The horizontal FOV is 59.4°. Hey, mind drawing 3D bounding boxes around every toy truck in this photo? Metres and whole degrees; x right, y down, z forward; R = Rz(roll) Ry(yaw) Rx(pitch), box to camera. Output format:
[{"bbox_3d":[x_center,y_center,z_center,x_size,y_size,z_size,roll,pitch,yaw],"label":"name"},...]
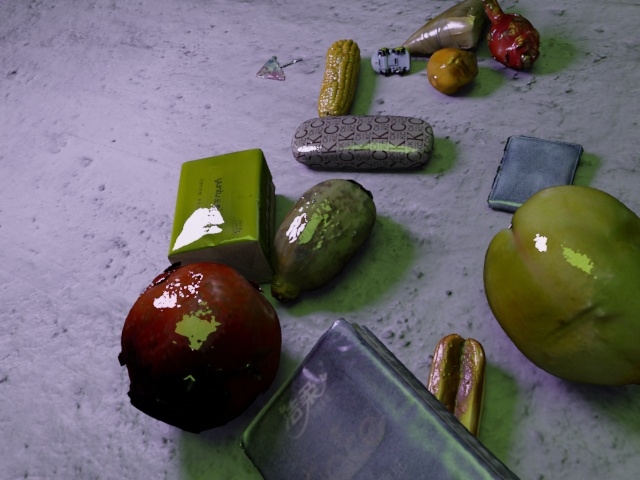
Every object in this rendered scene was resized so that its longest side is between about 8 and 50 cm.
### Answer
[{"bbox_3d":[0.200,-0.512,1.577,0.111,0.076,0.077,4,37,20],"label":"toy truck"}]

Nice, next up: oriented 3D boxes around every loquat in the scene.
[{"bbox_3d":[0.347,-0.446,1.467,0.137,0.113,0.137,-12,26,6],"label":"loquat"}]

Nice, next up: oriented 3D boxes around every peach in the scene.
[{"bbox_3d":[0.422,0.076,0.934,0.316,0.281,0.314,50,36,9],"label":"peach"}]

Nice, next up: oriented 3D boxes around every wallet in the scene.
[{"bbox_3d":[0.479,-0.143,1.245,0.167,0.036,0.222,14,60,22],"label":"wallet"}]

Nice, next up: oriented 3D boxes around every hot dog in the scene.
[{"bbox_3d":[0.228,0.278,0.963,0.100,0.068,0.250,16,60,6],"label":"hot dog"}]

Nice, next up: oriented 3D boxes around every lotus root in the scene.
[{"bbox_3d":[0.000,0.000,1.189,0.173,0.173,0.309,26,71,29],"label":"lotus root"}]

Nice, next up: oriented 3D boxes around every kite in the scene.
[{"bbox_3d":[-0.127,-0.527,1.708,0.156,0.011,0.139,-22,54,-1],"label":"kite"}]

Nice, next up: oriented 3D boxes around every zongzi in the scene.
[{"bbox_3d":[0.359,-0.603,1.603,0.256,0.115,0.228,-5,35,40],"label":"zongzi"}]

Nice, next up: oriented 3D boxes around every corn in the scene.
[{"bbox_3d":[0.055,-0.435,1.536,0.102,0.102,0.313,-2,55,13],"label":"corn"}]

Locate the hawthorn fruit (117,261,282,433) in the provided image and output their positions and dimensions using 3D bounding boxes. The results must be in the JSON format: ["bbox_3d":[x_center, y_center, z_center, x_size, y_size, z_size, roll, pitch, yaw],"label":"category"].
[{"bbox_3d":[-0.221,0.192,1.011,0.315,0.316,0.316,-7,52,9],"label":"hawthorn fruit"}]

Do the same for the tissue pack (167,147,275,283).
[{"bbox_3d":[-0.211,-0.048,1.260,0.200,0.167,0.275,-9,52,7],"label":"tissue pack"}]

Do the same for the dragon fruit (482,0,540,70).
[{"bbox_3d":[0.486,-0.556,1.469,0.125,0.125,0.246,-31,86,-6],"label":"dragon fruit"}]

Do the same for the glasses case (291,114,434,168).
[{"bbox_3d":[0.100,-0.244,1.383,0.354,0.085,0.137,4,53,17],"label":"glasses case"}]

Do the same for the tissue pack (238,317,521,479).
[{"bbox_3d":[0.084,0.352,0.863,0.288,0.124,0.394,-50,55,4],"label":"tissue pack"}]
